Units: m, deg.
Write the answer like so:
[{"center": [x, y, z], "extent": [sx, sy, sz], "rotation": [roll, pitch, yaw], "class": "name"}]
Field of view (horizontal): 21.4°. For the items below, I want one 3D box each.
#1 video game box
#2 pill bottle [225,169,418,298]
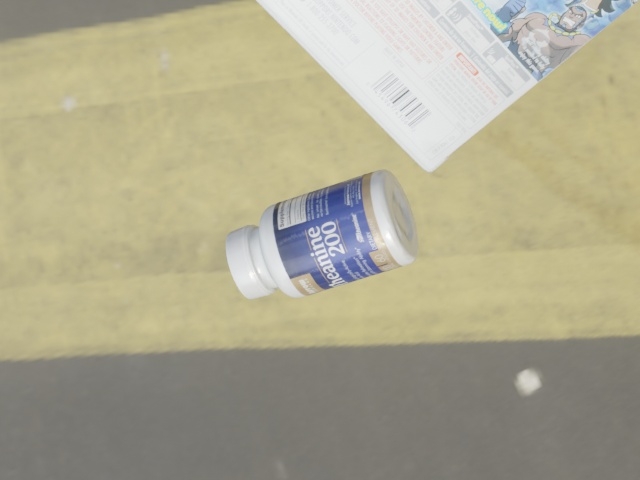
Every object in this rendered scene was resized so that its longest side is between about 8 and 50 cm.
[{"center": [0.062, -0.164, 0.888], "extent": [0.187, 0.048, 0.205], "rotation": [-38, 120, 16], "class": "video game box"}, {"center": [0.000, 0.000, 1.142], "extent": [0.120, 0.067, 0.067], "rotation": [-18, 88, 18], "class": "pill bottle"}]
